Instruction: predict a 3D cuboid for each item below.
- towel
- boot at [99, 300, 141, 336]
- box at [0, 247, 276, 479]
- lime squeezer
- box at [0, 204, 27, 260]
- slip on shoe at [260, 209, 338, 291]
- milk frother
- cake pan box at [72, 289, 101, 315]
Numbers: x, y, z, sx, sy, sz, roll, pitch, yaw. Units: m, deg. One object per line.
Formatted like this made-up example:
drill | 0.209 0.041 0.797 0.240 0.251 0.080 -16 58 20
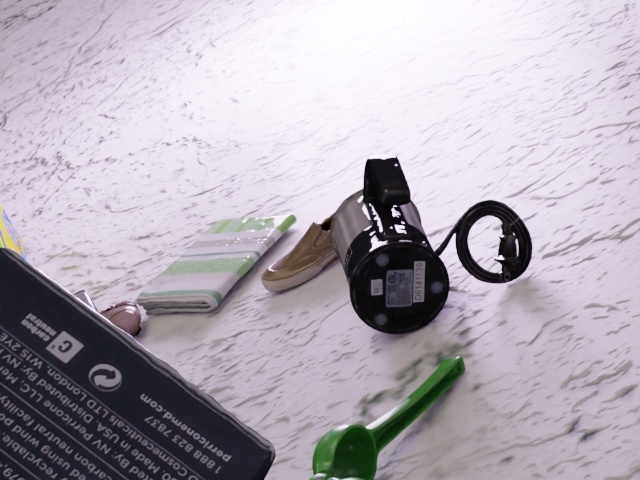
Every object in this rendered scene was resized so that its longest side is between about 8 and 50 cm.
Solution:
towel | -0.102 0.024 1.632 0.113 0.023 0.152 -2 32 41
boot | -0.228 0.100 1.591 0.118 0.042 0.087 -23 17 9
box | -0.244 0.253 0.905 0.395 0.212 0.293 -49 -10 -40
lime squeezer | 0.046 0.174 1.127 0.110 0.059 0.310 3 23 3
box | -0.467 -0.016 1.767 0.177 0.290 0.279 -27 22 3
slip on shoe | 0.000 0.000 1.537 0.135 0.041 0.051 -28 23 0
milk frother | 0.092 0.002 1.389 0.143 0.129 0.135 14 20 -13
cake pan box | -0.248 0.186 1.271 0.267 0.070 0.246 -28 48 -5
